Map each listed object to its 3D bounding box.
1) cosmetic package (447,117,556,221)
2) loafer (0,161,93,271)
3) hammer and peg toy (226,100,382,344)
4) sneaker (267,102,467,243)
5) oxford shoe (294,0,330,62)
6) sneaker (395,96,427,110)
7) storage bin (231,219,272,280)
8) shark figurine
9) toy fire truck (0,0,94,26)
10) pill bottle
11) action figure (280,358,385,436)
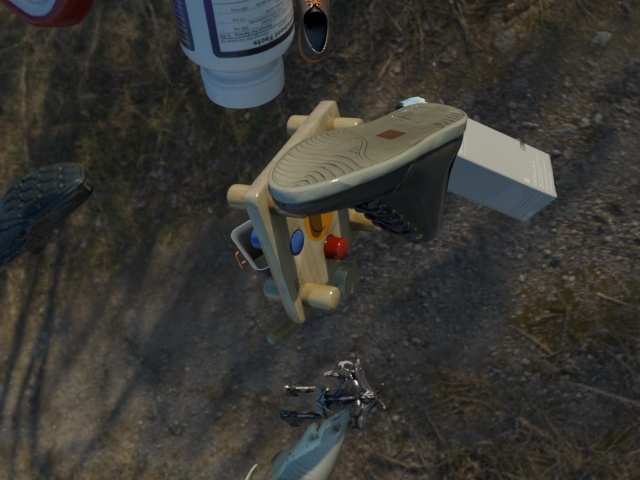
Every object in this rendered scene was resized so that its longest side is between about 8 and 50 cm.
[{"bbox_3d":[0.337,-0.144,1.281,0.107,0.238,0.127,-48,28,48],"label":"cosmetic package"},{"bbox_3d":[-0.360,-0.021,0.784,0.223,0.078,0.076,-29,53,13],"label":"loafer"},{"bbox_3d":[0.000,0.000,1.017,0.127,0.266,0.361,9,134,28],"label":"hammer and peg toy"},{"bbox_3d":[0.050,-0.035,0.550,0.083,0.222,0.118,26,128,39],"label":"sneaker"},{"bbox_3d":[-0.014,-0.564,1.516,0.098,0.096,0.271,-139,40,-77],"label":"oxford shoe"},{"bbox_3d":[0.162,-0.180,1.183,0.063,0.073,0.162,-3,96,48],"label":"sneaker"},{"bbox_3d":[-0.105,0.034,1.230,0.135,0.098,0.091,47,164,43],"label":"storage bin"},{"bbox_3d":[-0.044,0.337,0.788,0.116,0.166,0.278,39,133,3],"label":"shark figurine"},{"bbox_3d":[-0.225,-0.307,0.367,0.302,0.169,0.254,34,108,-8],"label":"toy fire truck"},{"bbox_3d":[-0.078,-0.217,0.562,0.108,0.108,0.193,41,152,32],"label":"pill bottle"},{"bbox_3d":[0.046,0.351,1.439,0.275,0.141,0.164,-12,79,33],"label":"action figure"}]
